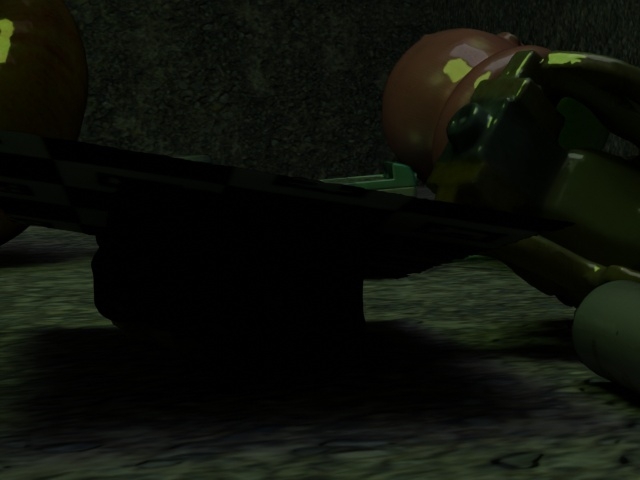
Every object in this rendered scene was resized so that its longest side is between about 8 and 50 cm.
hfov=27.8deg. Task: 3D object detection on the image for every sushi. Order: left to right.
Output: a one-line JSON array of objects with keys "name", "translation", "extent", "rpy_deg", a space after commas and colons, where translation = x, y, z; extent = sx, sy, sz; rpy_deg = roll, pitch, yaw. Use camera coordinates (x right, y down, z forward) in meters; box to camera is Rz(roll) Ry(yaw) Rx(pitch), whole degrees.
[{"name": "sushi", "translation": [-0.059, 0.037, 0.759], "extent": [0.296, 0.100, 0.373], "rpy_deg": [9, -7, -9]}]

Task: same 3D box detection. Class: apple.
[{"name": "apple", "translation": [-0.465, -0.168, 1.445], "extent": [0.400, 0.400, 0.333], "rpy_deg": [-3, -19, -33]}]

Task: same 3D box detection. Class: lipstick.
[{"name": "lipstick", "translation": [0.186, 0.058, 0.588], "extent": [0.059, 0.059, 0.264], "rpy_deg": [-1, 5, -9]}]

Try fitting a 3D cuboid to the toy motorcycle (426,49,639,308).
[{"name": "toy motorcycle", "translation": [0.231, -0.024, 0.772], "extent": [0.237, 0.168, 0.410], "rpy_deg": [38, -23, -24]}]

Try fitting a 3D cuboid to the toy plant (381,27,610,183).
[{"name": "toy plant", "translation": [0.215, -0.120, 1.427], "extent": [0.317, 0.210, 0.356], "rpy_deg": [48, -1, -41]}]

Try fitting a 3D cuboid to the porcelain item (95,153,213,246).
[{"name": "porcelain item", "translation": [-0.198, -0.043, 1.547], "extent": [0.147, 0.114, 0.147], "rpy_deg": [-4, 4, 0]}]

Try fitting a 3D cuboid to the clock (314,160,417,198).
[{"name": "clock", "translation": [-0.009, -0.025, 1.442], "extent": [0.231, 0.116, 0.262], "rpy_deg": [-5, 3, 1]}]

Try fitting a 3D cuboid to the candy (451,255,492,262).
[{"name": "candy", "translation": [0.193, 0.014, 1.329], "extent": [0.060, 0.060, 0.201], "rpy_deg": [-4, -2, -42]}]
